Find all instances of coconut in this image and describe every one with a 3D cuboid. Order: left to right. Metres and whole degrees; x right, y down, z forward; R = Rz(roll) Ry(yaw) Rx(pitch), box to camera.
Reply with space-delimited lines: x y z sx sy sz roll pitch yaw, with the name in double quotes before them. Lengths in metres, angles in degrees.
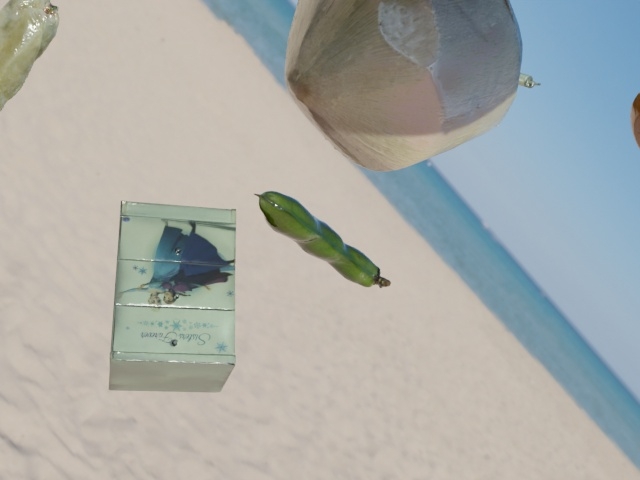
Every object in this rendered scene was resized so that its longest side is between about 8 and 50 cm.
"coconut" 0.068 -0.176 0.844 0.224 0.234 0.224 51 -27 39

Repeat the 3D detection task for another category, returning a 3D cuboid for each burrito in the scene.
"burrito" -0.323 -0.170 0.875 0.058 0.188 0.045 35 3 -29

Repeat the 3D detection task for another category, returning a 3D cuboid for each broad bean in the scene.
"broad bean" -0.002 -0.001 1.113 0.254 0.046 0.065 36 -6 -42

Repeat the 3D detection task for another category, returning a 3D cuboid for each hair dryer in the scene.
"hair dryer" 0.267 -0.246 1.270 0.124 0.063 0.038 29 11 41

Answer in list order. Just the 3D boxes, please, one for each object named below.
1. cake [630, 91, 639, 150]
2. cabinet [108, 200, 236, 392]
"cake" 0.291 -0.092 0.719 0.084 0.044 0.084 59 -9 15
"cabinet" -0.187 0.073 1.109 0.150 0.145 0.206 120 -29 -64
